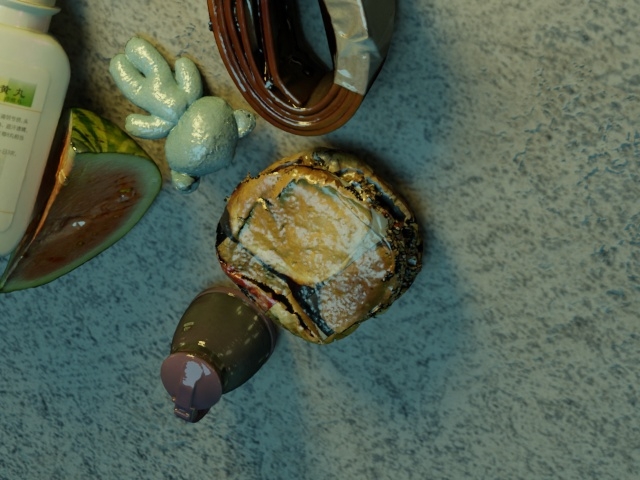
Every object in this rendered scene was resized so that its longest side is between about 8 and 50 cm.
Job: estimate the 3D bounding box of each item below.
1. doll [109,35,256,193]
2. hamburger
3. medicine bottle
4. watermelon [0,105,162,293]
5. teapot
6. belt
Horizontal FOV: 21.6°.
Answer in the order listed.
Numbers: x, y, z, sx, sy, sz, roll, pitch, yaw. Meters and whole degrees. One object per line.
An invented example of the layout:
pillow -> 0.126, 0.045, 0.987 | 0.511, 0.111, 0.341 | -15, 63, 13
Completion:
doll -> -0.160, -0.145, 1.870 | 0.120, 0.075, 0.180 | -45, 72, 9
hamburger -> 0.000, 0.000, 1.859 | 0.231, 0.107, 0.231 | 11, 120, 21
medicine bottle -> -0.379, -0.155, 1.856 | 0.179, 0.124, 0.324 | 14, 102, -14
watermelon -> -0.288, -0.073, 1.938 | 0.128, 0.159, 0.303 | 59, 142, 16
teapot -> -0.137, 0.140, 1.986 | 0.116, 0.146, 0.148 | 47, 128, -8
belt -> -0.018, -0.238, 1.715 | 0.184, 0.105, 0.261 | 7, 122, 20
